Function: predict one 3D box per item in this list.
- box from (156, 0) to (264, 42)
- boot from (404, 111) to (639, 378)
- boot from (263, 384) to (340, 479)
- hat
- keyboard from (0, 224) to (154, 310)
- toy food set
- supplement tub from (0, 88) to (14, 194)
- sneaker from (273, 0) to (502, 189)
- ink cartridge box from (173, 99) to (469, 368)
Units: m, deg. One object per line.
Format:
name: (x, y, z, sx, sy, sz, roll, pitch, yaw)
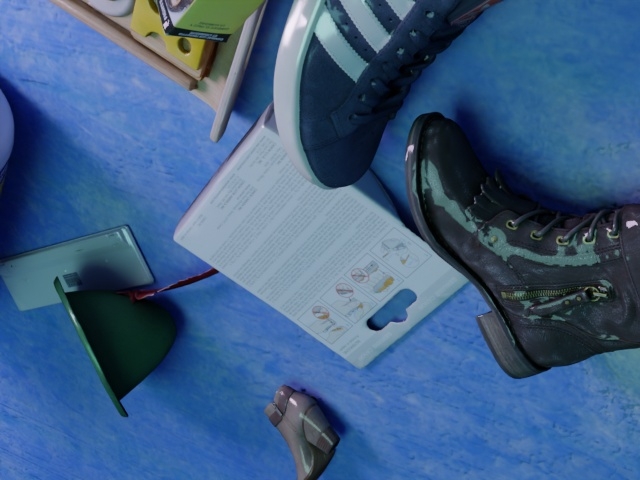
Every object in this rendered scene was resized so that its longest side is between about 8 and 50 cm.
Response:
box: (-0.042, -0.233, 0.696, 0.232, 0.058, 0.087, -32, 67, 49)
boot: (0.206, -0.009, 0.760, 0.229, 0.091, 0.263, -18, 109, 41)
boot: (-0.026, 0.210, 1.088, 0.087, 0.042, 0.118, 40, 131, 17)
hat: (-0.176, 0.083, 1.128, 0.208, 0.184, 0.173, 39, 153, 60)
keyboard: (-0.295, 0.037, 1.189, 0.256, 0.014, 0.072, -12, 113, 39)
toy food set: (-0.178, -0.248, 0.885, 0.306, 0.092, 0.219, 34, 130, 14)
supplement tub: (-0.488, -0.036, 1.124, 0.241, 0.241, 0.331, 38, 131, 11)
sneaker: (0.070, -0.170, 0.732, 0.148, 0.131, 0.350, 29, 129, 23)
ink cartridge box: (0.000, 0.000, 0.950, 0.232, 0.066, 0.189, 33, 133, -13)
